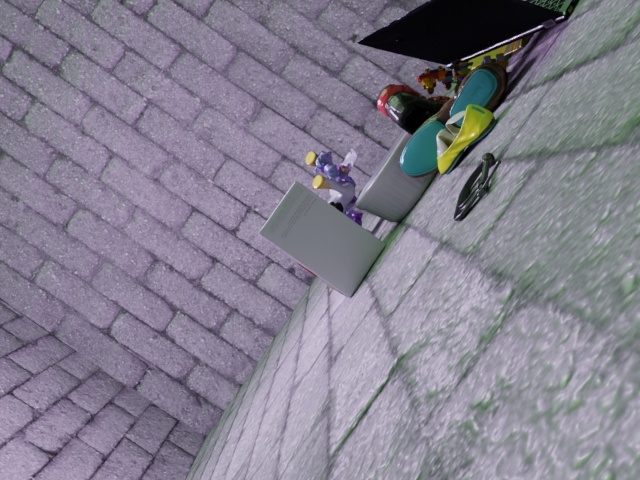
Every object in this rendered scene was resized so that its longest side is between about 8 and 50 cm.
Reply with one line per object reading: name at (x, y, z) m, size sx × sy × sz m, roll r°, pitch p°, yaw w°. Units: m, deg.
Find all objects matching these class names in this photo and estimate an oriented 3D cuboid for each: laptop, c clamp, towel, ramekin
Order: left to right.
ramekin at (0.217, -0.170, 1.854) m, size 0.273 × 0.127 × 0.273 m, roll -55°, pitch 2°, yaw 3°
c clamp at (0.261, -0.096, 1.127) m, size 0.137 × 0.022 × 0.161 m, roll -61°, pitch 1°, yaw 28°
laptop at (0.358, -0.551, 1.530) m, size 0.408 × 0.236 × 0.382 m, roll -56°, pitch 22°, yaw -19°
towel at (0.466, -0.521, 1.834) m, size 0.237 × 0.021 × 0.102 m, roll -10°, pitch 55°, yaw 61°

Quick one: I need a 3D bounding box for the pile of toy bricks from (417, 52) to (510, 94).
pile of toy bricks at (0.346, -0.374, 1.666) m, size 0.118 × 0.212 × 0.105 m, roll -22°, pitch -79°, yaw -85°

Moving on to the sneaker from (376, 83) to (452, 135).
sneaker at (0.278, -0.312, 1.737) m, size 0.098 × 0.276 × 0.135 m, roll -63°, pitch 36°, yaw 30°

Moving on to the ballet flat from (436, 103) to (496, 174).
ballet flat at (0.297, -0.224, 1.491) m, size 0.077 × 0.077 × 0.231 m, roll -57°, pitch 2°, yaw -26°

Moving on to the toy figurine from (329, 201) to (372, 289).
toy figurine at (0.032, 0.017, 2.052) m, size 0.148 × 0.209 × 0.213 m, roll -42°, pitch -7°, yaw -41°

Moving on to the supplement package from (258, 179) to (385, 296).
supplement package at (0.000, 0.000, 1.855) m, size 0.175 × 0.293 × 0.177 m, roll -55°, pitch 1°, yaw -5°

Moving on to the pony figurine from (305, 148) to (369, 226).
pony figurine at (0.073, -0.149, 2.277) m, size 0.363 × 0.302 × 0.351 m, roll 29°, pitch -93°, yaw -47°

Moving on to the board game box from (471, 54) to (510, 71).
board game box at (0.534, -0.589, 1.980) m, size 0.317 × 0.064 × 0.242 m, roll -55°, pitch 2°, yaw 16°

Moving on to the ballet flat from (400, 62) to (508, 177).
ballet flat at (0.322, -0.279, 1.613) m, size 0.124 × 0.116 × 0.342 m, roll -26°, pitch -21°, yaw -49°
